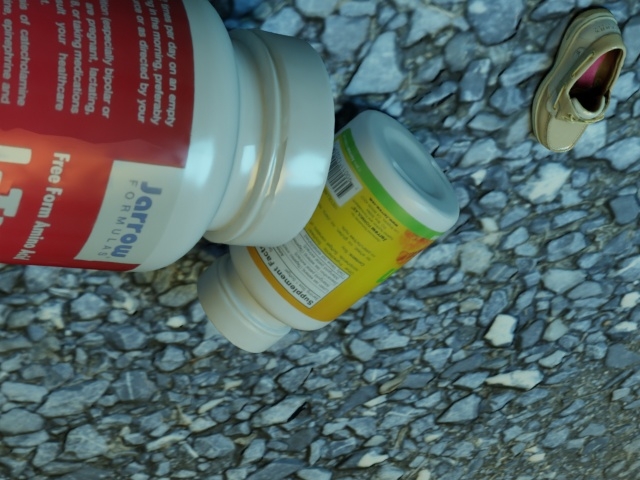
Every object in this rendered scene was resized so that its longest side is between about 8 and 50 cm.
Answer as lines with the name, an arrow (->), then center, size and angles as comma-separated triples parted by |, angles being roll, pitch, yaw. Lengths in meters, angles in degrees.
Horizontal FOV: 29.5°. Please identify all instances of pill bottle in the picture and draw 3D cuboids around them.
pill bottle -> 0.000, 0.000, 1.168 | 0.246, 0.136, 0.136 | -40, 138, 22
pill bottle -> -0.208, -0.094, 0.887 | 0.408, 0.229, 0.229 | 5, 135, -29

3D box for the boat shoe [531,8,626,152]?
boat shoe -> 0.251, -0.141, 1.176 | 0.063, 0.059, 0.170 | -9, 140, -15
